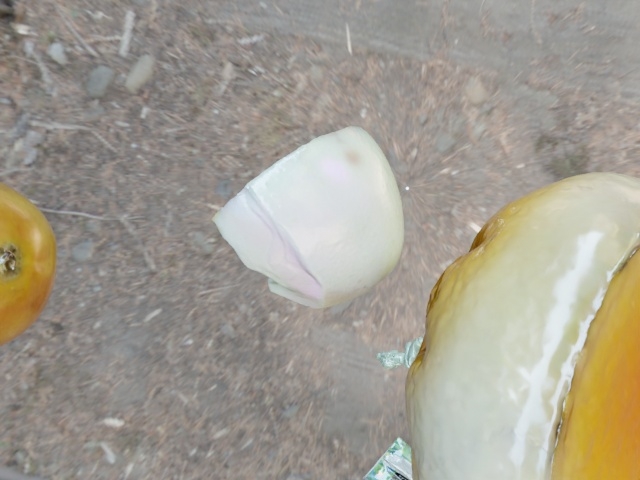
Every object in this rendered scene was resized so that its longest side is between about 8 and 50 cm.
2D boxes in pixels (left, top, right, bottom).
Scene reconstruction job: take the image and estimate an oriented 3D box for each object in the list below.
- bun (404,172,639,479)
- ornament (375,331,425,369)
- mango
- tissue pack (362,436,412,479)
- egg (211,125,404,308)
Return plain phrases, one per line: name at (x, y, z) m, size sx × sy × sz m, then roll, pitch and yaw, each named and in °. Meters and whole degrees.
bun at (0.156, 0.099, 0.733) m, size 0.165 × 0.299 × 0.299 m, roll 17°, pitch 95°, yaw 42°
ornament at (0.143, 0.186, 1.783) m, size 0.092 × 0.068 × 0.041 m, roll -32°, pitch 99°, yaw -8°
mango at (-0.277, 0.016, 0.675) m, size 0.221 × 0.151 × 0.120 m, roll -2°, pitch 84°, yaw -2°
tissue pack at (0.137, 0.373, 1.691) m, size 0.111 × 0.079 × 0.085 m, roll 40°, pitch 74°, yaw 10°
egg at (0.014, -0.012, 1.259) m, size 0.206 × 0.271 × 0.162 m, roll -38°, pitch 82°, yaw -2°
